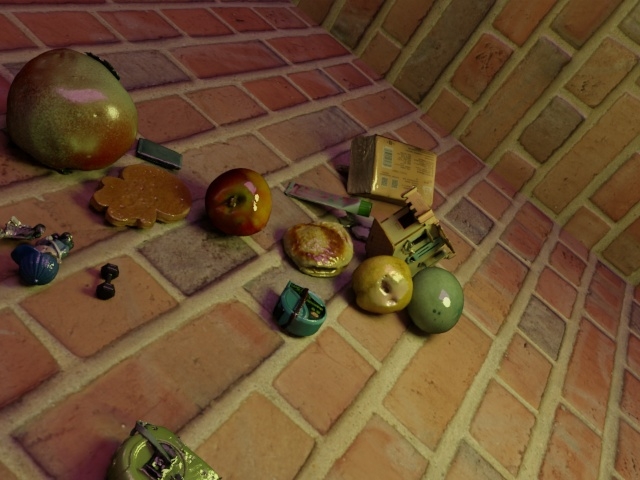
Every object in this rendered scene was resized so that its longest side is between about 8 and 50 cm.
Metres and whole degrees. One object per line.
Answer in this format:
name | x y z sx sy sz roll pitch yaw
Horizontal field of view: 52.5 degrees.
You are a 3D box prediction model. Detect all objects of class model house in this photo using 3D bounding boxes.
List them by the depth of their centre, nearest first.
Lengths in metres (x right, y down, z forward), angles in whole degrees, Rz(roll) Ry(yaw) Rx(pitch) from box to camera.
model house | 0.260 0.019 1.972 0.169 0.244 0.326 63 7 31

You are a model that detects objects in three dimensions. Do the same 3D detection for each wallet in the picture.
wallet | -0.449 -0.239 1.808 0.129 0.026 0.088 20 31 -23

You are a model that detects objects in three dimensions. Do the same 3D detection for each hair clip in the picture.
hair clip | 0.160 -0.047 2.128 0.220 0.054 0.140 18 32 -32

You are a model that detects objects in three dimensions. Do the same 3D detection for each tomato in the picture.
tomato | -0.598 -0.319 1.567 0.303 0.239 0.303 23 38 -19

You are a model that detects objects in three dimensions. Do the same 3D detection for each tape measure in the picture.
tape measure | -0.277 0.393 1.094 0.177 0.087 0.154 39 32 9
tape measure | -0.048 0.173 1.608 0.125 0.081 0.146 31 32 -4

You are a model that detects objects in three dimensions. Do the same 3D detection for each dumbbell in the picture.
dumbbell | -0.450 0.086 1.374 0.036 0.040 0.083 -3 41 -5

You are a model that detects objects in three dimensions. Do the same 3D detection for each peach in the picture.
peach | -0.215 -0.101 1.722 0.197 0.197 0.197 25 33 -18

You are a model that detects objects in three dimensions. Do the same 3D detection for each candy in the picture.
candy | -0.661 -0.017 1.270 0.226 0.051 0.094 -5 11 -41

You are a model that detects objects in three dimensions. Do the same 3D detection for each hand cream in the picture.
hand cream | 0.027 -0.131 2.052 0.275 0.050 0.079 15 6 7

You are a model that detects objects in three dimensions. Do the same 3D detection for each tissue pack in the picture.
tissue pack | 0.234 -0.241 2.340 0.305 0.238 0.238 9 41 -37

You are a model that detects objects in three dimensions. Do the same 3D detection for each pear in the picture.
pear | 0.169 0.124 1.812 0.178 0.178 0.178 25 33 -18

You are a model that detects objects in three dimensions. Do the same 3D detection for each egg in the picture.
egg | 0.333 0.171 1.893 0.169 0.169 0.236 30 33 -10

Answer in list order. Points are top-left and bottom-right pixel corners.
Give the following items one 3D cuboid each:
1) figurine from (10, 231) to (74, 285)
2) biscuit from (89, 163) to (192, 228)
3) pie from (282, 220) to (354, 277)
figurine | -0.558 0.033 1.314 0.086 0.087 0.149 -3 20 6
biscuit | -0.444 -0.105 1.624 0.202 0.044 0.288 39 33 6
pie | -0.002 0.016 1.835 0.205 0.084 0.179 -4 56 -30
